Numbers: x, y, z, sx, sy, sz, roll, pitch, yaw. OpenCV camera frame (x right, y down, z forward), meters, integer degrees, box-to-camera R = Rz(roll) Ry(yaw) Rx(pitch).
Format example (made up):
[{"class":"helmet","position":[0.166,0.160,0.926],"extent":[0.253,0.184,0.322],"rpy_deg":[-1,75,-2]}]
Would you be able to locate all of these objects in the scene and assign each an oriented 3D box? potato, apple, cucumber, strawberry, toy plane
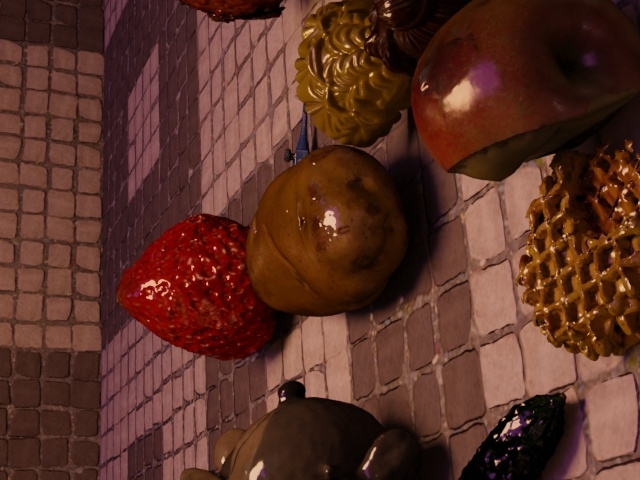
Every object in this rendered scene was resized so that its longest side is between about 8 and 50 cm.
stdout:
[{"class":"potato","position":[0.000,0.000,1.396],"extent":[0.176,0.195,0.369],"rpy_deg":[-59,12,-28]},{"class":"apple","position":[0.187,-0.153,0.966],"extent":[0.174,0.207,0.188],"rpy_deg":[47,154,6]},{"class":"cucumber","position":[0.172,0.259,1.058],"extent":[0.072,0.072,0.300],"rpy_deg":[-115,38,-50]},{"class":"strawberry","position":[-0.198,0.079,1.706],"extent":[0.257,0.276,0.257],"rpy_deg":[-178,90,-69]},{"class":"toy plane","position":[-0.028,-0.150,1.644],"extent":[0.062,0.054,0.167],"rpy_deg":[58,-145,-86]}]

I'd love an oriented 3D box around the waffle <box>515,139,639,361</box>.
[{"class":"waffle","position":[0.246,0.008,0.930],"extent":[0.193,0.070,0.197],"rpy_deg":[-175,90,-68]}]

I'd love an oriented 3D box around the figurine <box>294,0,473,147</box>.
[{"class":"figurine","position":[0.096,-0.231,1.200],"extent":[0.315,0.168,0.187],"rpy_deg":[-16,51,68]}]

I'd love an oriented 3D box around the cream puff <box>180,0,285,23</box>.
[{"class":"cream puff","position":[-0.153,-0.527,1.650],"extent":[0.229,0.350,0.350],"rpy_deg":[121,146,-57]}]

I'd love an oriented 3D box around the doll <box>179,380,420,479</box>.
[{"class":"doll","position":[0.012,0.364,1.301],"extent":[0.379,0.252,0.382],"rpy_deg":[60,156,0]}]
